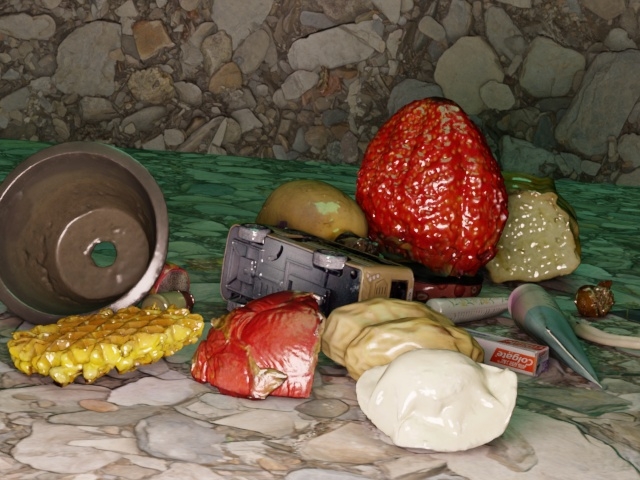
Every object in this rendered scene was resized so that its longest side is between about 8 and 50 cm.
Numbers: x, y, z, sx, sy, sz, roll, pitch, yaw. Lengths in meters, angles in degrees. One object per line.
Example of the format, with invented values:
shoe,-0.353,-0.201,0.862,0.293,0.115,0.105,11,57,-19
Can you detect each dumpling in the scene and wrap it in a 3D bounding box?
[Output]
dumpling,0.123,0.186,1.345,0.169,0.100,0.134,15,42,0

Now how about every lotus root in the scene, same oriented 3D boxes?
lotus root,0.000,0.000,1.987,0.183,0.182,0.310,0,14,-25

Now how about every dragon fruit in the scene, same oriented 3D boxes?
dragon fruit,-0.244,0.061,1.876,0.056,0.060,0.083,18,18,38
dragon fruit,-0.077,0.124,1.468,0.161,0.127,0.120,1,0,-5

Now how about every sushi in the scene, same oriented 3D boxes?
sushi,0.462,0.100,2.032,0.055,0.052,0.120,-9,2,30

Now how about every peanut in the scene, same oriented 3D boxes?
peanut,0.106,0.133,1.521,0.197,0.110,0.233,7,10,-17

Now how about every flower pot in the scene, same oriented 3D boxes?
flower pot,-0.329,0.008,1.736,0.269,0.269,0.166,7,-13,8

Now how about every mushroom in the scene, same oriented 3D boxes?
mushroom,0.447,0.142,1.845,0.068,0.043,0.306,19,-3,-43

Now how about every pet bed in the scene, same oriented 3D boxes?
pet bed,0.183,0.066,2.076,0.201,0.053,0.201,6,10,-1

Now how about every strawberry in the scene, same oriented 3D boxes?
strawberry,0.191,-0.092,2.014,0.250,0.288,0.238,6,8,-18

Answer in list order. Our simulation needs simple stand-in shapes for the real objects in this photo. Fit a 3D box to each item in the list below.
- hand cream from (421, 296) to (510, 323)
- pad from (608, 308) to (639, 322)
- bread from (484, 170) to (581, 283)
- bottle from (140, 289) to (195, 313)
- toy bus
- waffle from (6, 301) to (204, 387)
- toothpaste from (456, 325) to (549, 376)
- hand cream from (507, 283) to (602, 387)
hand cream,0.232,0.106,1.897,0.195,0.042,0.067,-3,-28,-36
pad,0.614,0.142,2.006,0.164,0.004,0.243,-2,13,-34
bread,0.377,-0.026,2.271,0.196,0.238,0.252,-31,12,10
bottle,-0.215,0.096,1.754,0.063,0.047,0.101,46,18,13
toy bus,-0.010,0.062,1.773,0.157,0.139,0.290,0,12,-45
waffle,-0.260,0.121,1.485,0.232,0.051,0.229,-12,9,-30
toothpaste,0.221,0.147,1.697,0.196,0.040,0.047,12,15,31
hand cream,0.329,0.133,1.751,0.111,0.070,0.312,47,8,-7
